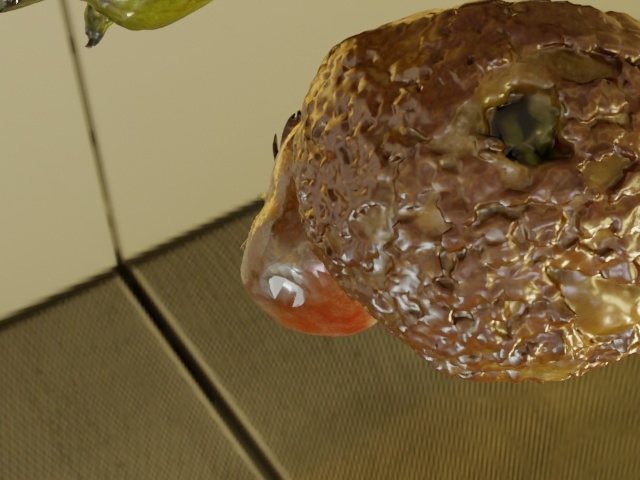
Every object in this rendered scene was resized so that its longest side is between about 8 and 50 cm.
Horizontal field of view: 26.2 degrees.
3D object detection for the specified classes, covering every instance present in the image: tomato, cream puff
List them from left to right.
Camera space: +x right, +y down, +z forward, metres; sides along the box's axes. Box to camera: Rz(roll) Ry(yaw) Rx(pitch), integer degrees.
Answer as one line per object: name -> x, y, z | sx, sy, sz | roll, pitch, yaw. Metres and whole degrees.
tomato -> 0.000, 0.000, 1.266 | 0.181, 0.214, 0.155 | 25, -139, 10
cream puff -> 0.126, -0.013, 0.882 | 0.303, 0.303, 0.212 | 3, -109, 6

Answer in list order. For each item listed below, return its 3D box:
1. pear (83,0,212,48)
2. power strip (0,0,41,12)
pear -> -0.165, -0.365, 1.365 | 0.287, 0.375, 0.287 | 21, -167, -5
power strip -> -0.122, -0.191, 0.785 | 0.092, 0.066, 0.387 | 29, -153, 13
